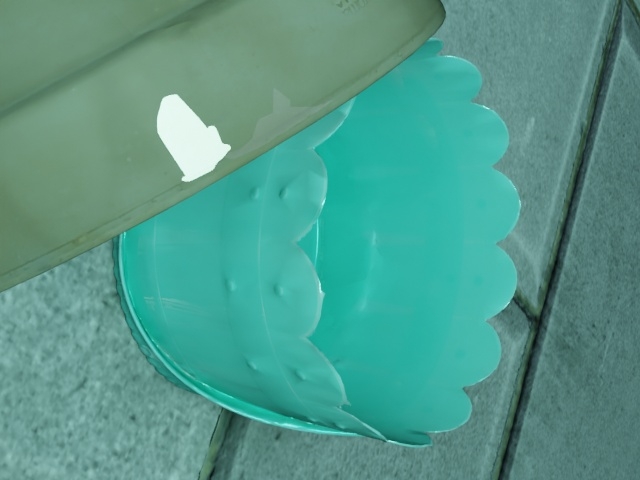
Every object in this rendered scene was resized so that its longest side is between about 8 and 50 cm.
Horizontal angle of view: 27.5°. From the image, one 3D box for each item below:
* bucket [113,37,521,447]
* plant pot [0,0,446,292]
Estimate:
[{"bbox_3d":[0.000,0.000,0.917,0.281,0.183,0.281,-3,93,-55],"label":"bucket"},{"bbox_3d":[-0.143,-0.156,0.633,0.323,0.323,0.280,-42,109,-46],"label":"plant pot"}]
